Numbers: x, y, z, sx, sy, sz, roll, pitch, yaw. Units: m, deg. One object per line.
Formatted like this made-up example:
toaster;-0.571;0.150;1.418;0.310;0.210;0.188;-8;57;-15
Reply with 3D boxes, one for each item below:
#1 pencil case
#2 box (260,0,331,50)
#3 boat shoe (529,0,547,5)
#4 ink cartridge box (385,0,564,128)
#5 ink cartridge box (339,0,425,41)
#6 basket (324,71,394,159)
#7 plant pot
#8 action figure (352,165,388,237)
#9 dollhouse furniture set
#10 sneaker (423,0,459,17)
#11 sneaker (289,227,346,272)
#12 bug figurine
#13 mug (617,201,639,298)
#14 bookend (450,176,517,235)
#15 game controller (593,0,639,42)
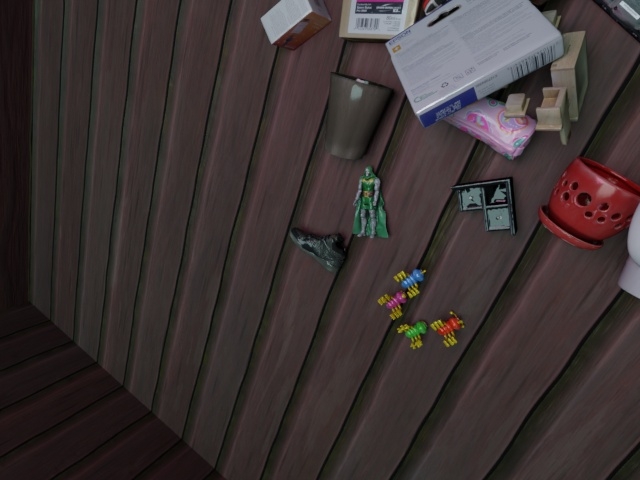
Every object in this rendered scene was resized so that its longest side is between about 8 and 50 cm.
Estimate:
pencil case;0.427;-0.328;1.096;0.284;0.124;0.124;35;118;15
box;-0.076;-0.697;1.291;0.171;0.130;0.091;-23;91;33
boat shoe;0.588;-0.684;0.908;0.122;0.120;0.324;43;114;19
ink cartridge box;0.348;-0.469;1.000;0.324;0.071;0.330;-25;49;21
ink cartridge box;0.182;-0.674;1.172;0.235;0.088;0.193;16;112;27
basket;0.097;-0.379;1.266;0.204;0.154;0.226;27;118;23
plant pot;0.654;-0.082;0.993;0.191;0.191;0.174;35;125;18
action figure;0.158;-0.127;1.347;0.137;0.063;0.232;6;102;32
dollhouse furniture set;0.455;-0.385;1.038;0.356;0.174;0.303;12;71;39
sneaker;0.370;-0.715;1.062;0.279;0.107;0.118;-45;60;28
sneaker;0.000;0.000;1.458;0.228;0.087;0.130;37;117;14
bug figurine;0.320;0.224;1.334;0.216;0.072;0.279;-38;87;38
mug;0.797;-0.011;0.836;0.374;0.276;0.327;11;106;-14
bookend;0.466;-0.092;1.165;0.157;0.072;0.156;-3;101;32
game controller;0.737;-0.556;0.902;0.319;0.067;0.166;51;136;10
